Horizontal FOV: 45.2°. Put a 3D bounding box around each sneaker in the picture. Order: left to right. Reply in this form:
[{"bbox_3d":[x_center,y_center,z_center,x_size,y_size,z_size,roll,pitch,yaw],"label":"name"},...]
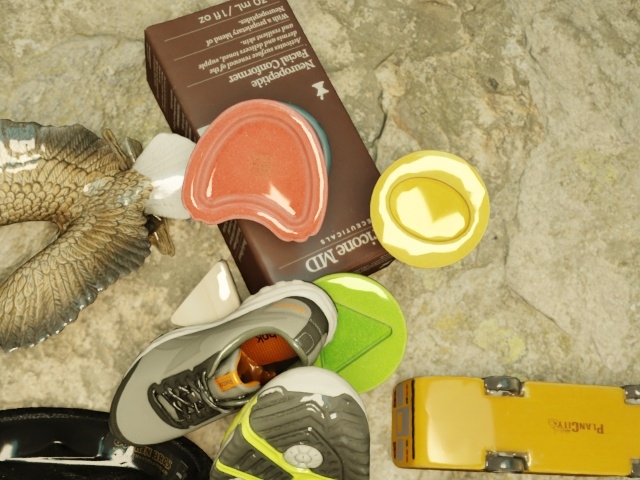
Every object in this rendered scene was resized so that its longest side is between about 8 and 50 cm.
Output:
[{"bbox_3d":[-0.110,0.132,0.761,0.271,0.108,0.100,-32,102,18],"label":"sneaker"},{"bbox_3d":[-0.026,0.213,0.764,0.145,0.385,0.147,9,53,0],"label":"sneaker"}]

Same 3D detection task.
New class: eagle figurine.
[{"bbox_3d":[-0.287,-0.018,0.859,0.226,0.298,0.225,21,110,29],"label":"eagle figurine"}]

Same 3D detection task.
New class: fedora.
[{"bbox_3d":[-0.267,0.293,0.771,0.334,0.334,0.153,7,102,-9],"label":"fedora"}]

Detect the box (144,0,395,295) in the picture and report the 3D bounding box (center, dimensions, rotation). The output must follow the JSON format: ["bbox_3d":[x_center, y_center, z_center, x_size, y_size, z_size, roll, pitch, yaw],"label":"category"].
[{"bbox_3d":[-0.063,-0.111,0.975,0.191,0.143,0.381,-25,81,-17],"label":"box"}]

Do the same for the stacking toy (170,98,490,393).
[{"bbox_3d":[0.000,0.000,0.851,0.308,0.130,0.280,21,99,2],"label":"stacking toy"}]

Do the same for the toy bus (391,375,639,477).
[{"bbox_3d":[0.263,0.231,0.935,0.332,0.130,0.108,5,71,-10],"label":"toy bus"}]
